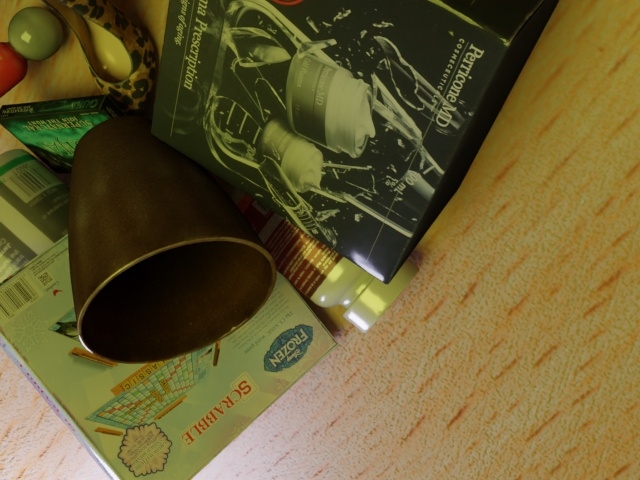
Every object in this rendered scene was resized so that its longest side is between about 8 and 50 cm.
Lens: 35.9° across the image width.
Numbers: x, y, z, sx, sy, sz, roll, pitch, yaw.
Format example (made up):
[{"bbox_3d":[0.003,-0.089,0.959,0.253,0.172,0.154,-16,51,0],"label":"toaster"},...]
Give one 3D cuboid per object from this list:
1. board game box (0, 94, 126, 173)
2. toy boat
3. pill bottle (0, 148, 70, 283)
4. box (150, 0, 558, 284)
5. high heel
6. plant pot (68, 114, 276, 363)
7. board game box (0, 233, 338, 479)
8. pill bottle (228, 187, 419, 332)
[{"bbox_3d":[-0.307,-0.132,1.263,0.186,0.026,0.126,0,148,33],"label":"board game box"},{"bbox_3d":[-0.473,-0.318,1.211,0.148,0.267,0.318,-44,107,1],"label":"toy boat"},{"bbox_3d":[-0.331,0.067,1.311,0.361,0.204,0.204,42,126,1],"label":"pill bottle"},{"bbox_3d":[0.024,-0.185,0.963,0.312,0.179,0.343,32,141,9],"label":"box"},{"bbox_3d":[-0.278,-0.228,1.145,0.093,0.186,0.261,8,118,22],"label":"high heel"},{"bbox_3d":[-0.188,-0.020,1.087,0.215,0.215,0.230,-53,49,36],"label":"plant pot"},{"bbox_3d":[-0.192,0.106,1.199,0.318,0.318,0.066,53,155,-4],"label":"board game box"},{"bbox_3d":[0.000,0.000,1.156,0.221,0.121,0.121,41,126,4],"label":"pill bottle"}]
